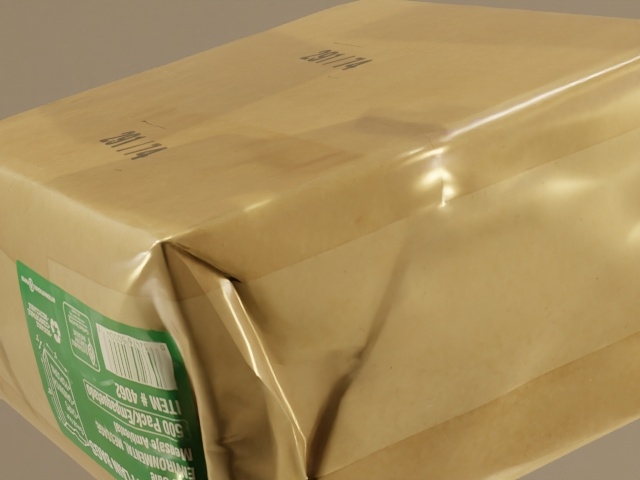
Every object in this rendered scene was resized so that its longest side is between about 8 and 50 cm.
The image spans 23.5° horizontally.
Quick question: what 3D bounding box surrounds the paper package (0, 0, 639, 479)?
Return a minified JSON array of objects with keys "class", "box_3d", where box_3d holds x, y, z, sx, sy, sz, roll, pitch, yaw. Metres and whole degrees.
[{"class":"paper package","box_3d":[0.000,0.000,0.775,0.309,0.325,0.168,-22,-69,-25]}]
